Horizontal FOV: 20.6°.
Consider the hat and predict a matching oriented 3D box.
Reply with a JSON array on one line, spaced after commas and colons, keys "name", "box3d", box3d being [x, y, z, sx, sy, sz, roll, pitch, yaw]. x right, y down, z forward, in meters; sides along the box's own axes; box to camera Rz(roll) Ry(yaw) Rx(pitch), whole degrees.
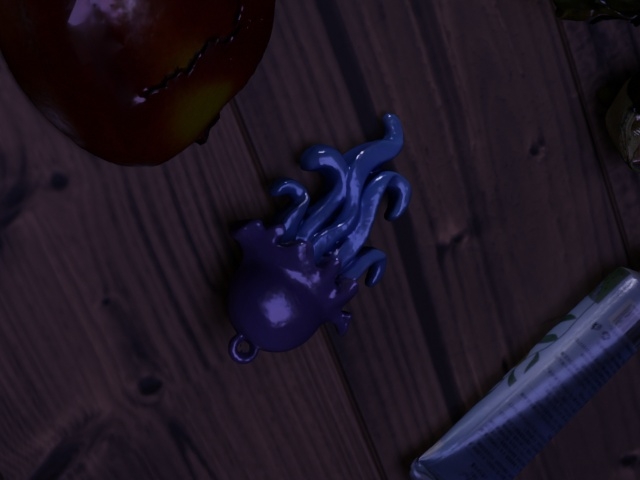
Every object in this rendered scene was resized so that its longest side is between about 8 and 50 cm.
[{"name": "hat", "box3d": [0.245, -0.096, 1.295, 0.077, 0.059, 0.076, -27, 133, -11]}]

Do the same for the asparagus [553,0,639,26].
[{"name": "asparagus", "box3d": [0.195, -0.337, 1.159, 0.128, 0.108, 0.382, -21, 114, -36]}]

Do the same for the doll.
[{"name": "doll", "box3d": [0.000, 0.000, 1.204, 0.110, 0.067, 0.206, 41, 75, -17]}]

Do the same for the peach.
[{"name": "peach", "box3d": [-0.113, -0.175, 1.086, 0.189, 0.068, 0.279, -27, 117, -19]}]

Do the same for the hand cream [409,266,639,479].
[{"name": "hand cream", "box3d": [0.177, 0.109, 1.332, 0.256, 0.055, 0.088, -46, 128, -3]}]
